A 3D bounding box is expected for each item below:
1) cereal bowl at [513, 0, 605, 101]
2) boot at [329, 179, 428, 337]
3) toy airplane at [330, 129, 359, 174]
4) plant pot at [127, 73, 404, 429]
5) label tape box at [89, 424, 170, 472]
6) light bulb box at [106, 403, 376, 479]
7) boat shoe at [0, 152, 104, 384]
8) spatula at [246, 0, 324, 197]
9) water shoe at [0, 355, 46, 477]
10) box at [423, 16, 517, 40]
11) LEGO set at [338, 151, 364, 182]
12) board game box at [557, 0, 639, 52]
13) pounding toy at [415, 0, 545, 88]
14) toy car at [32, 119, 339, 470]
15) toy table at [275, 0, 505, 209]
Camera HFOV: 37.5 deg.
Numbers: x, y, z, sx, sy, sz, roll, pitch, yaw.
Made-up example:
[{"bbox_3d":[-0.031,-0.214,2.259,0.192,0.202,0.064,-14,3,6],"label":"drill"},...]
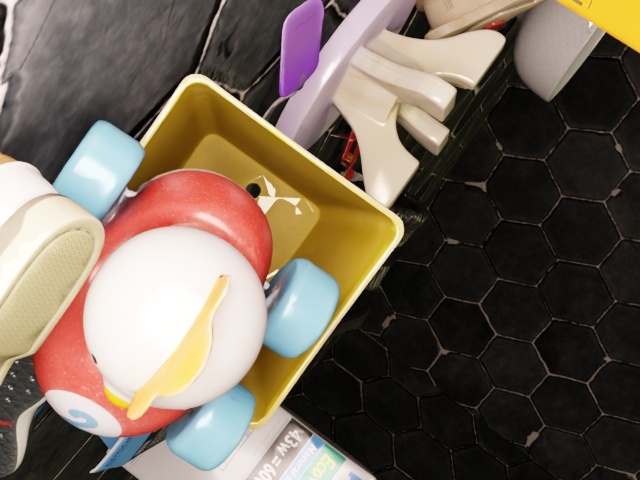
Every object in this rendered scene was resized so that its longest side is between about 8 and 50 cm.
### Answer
[{"bbox_3d":[0.446,-0.420,1.649,0.339,0.141,0.339,-52,172,-11],"label":"cereal bowl"},{"bbox_3d":[0.018,0.039,1.526,0.348,0.131,0.260,-22,146,-57],"label":"boot"},{"bbox_3d":[0.062,-0.164,1.439,0.151,0.028,0.151,-48,154,-32],"label":"toy airplane"},{"bbox_3d":[-0.083,-0.001,0.834,0.212,0.212,0.187,-54,-171,4],"label":"plant pot"},{"bbox_3d":[-0.168,0.123,1.146,0.249,0.115,0.347,-54,170,7],"label":"label tape box"},{"bbox_3d":[-0.116,0.377,1.586,0.225,0.361,0.358,-53,171,-9],"label":"light bulb box"},{"bbox_3d":[-0.253,0.080,0.535,0.302,0.103,0.113,-52,166,-6],"label":"boat shoe"},{"bbox_3d":[-0.051,-0.132,1.020,0.084,0.030,0.296,-48,170,-43],"label":"spatula"},{"bbox_3d":[-0.264,0.115,0.810,0.203,0.072,0.080,-59,-164,31],"label":"water shoe"},{"bbox_3d":[0.301,-0.425,1.587,0.257,0.079,0.322,-61,169,31],"label":"box"},{"bbox_3d":[0.000,-0.042,1.574,0.244,0.060,0.182,-56,175,12],"label":"LEGO set"},{"bbox_3d":[0.343,-0.371,0.694,0.356,0.356,0.356,-32,151,-33],"label":"board game box"},{"bbox_3d":[0.212,-0.284,1.261,0.269,0.155,0.154,-21,178,34],"label":"pounding toy"},{"bbox_3d":[-0.108,0.060,0.616,0.210,0.219,0.238,-53,-166,4],"label":"toy car"},{"bbox_3d":[0.085,-0.178,1.141,0.274,0.161,0.252,-56,171,9],"label":"toy table"}]
